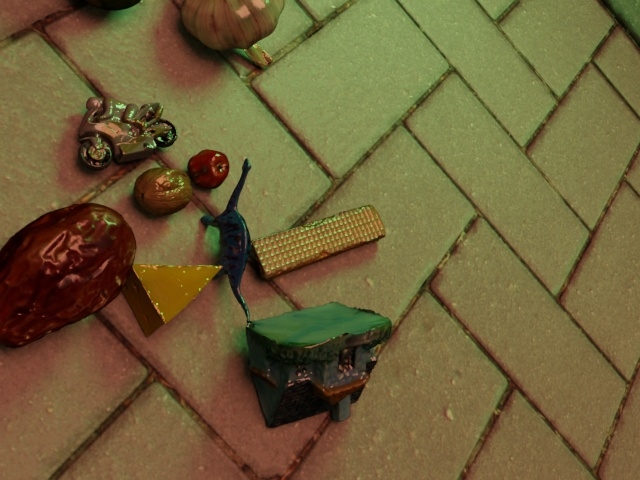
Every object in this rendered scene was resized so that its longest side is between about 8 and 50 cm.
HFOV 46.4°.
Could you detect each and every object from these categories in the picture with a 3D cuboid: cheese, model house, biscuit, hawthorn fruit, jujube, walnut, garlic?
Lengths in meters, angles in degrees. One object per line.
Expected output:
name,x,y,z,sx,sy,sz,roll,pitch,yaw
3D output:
cheese,-0.277,0.088,1.436,0.171,0.093,0.126,-25,81,-39
model house,-0.008,0.269,1.481,0.261,0.226,0.241,-8,104,-34
biscuit,0.000,0.000,1.687,0.379,0.054,0.094,-20,82,-39
hawthorn fruit,-0.234,-0.153,1.578,0.093,0.093,0.093,14,62,-28
jujube,-0.452,0.057,1.280,0.290,0.197,0.197,-42,95,-23
walnut,-0.313,-0.100,1.496,0.124,0.105,0.105,-23,83,-43
garlic,-0.179,-0.509,1.735,0.253,0.245,0.245,62,38,-46

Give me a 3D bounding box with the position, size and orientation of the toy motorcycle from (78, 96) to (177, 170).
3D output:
toy motorcycle,-0.407,-0.231,1.508,0.225,0.073,0.152,-28,84,-38

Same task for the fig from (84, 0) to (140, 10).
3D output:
fig,-0.469,-0.597,1.569,0.245,0.195,0.195,27,53,6

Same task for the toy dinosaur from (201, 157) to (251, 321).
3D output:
toy dinosaur,-0.181,0.005,1.528,0.076,0.144,0.329,8,78,-36
